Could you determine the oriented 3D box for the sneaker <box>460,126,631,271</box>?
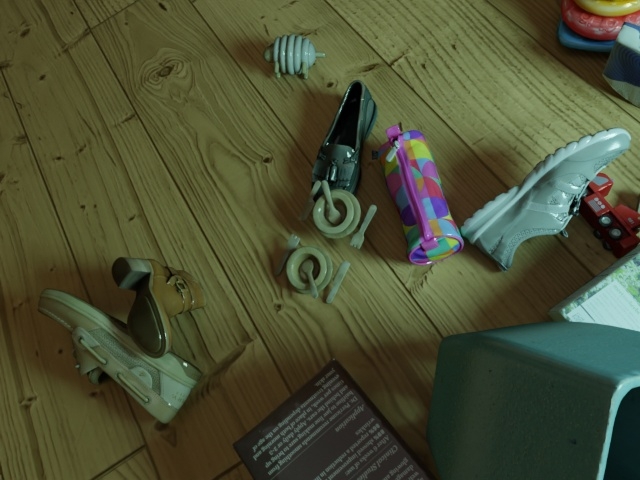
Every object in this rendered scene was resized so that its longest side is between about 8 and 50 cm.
[{"bbox_3d":[0.365,-0.062,0.854,0.281,0.105,0.115,-41,76,22],"label":"sneaker"}]

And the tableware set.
[{"bbox_3d":[0.000,0.000,0.933,0.128,0.039,0.194,26,91,24],"label":"tableware set"}]

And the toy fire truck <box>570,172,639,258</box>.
[{"bbox_3d":[0.498,-0.042,0.852,0.135,0.047,0.192,-26,61,0],"label":"toy fire truck"}]

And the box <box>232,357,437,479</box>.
[{"bbox_3d":[0.077,0.367,0.714,0.191,0.143,0.381,-39,60,-6],"label":"box"}]

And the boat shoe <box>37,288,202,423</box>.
[{"bbox_3d":[-0.366,0.186,0.919,0.341,0.121,0.110,23,72,22],"label":"boat shoe"}]

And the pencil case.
[{"bbox_3d":[0.163,-0.077,0.925,0.104,0.104,0.236,-18,63,5],"label":"pencil case"}]

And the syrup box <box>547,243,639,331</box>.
[{"bbox_3d":[0.450,0.066,0.756,0.237,0.096,0.093,-38,76,5],"label":"syrup box"}]

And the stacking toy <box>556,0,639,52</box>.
[{"bbox_3d":[0.509,-0.477,0.912,0.166,0.302,0.175,14,70,20],"label":"stacking toy"}]

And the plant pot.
[{"bbox_3d":[0.271,0.215,0.649,0.252,0.247,0.248,20,107,54],"label":"plant pot"}]

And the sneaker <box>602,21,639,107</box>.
[{"bbox_3d":[0.649,-0.291,0.888,0.315,0.127,0.182,31,80,18],"label":"sneaker"}]

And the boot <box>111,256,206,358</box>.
[{"bbox_3d":[-0.250,0.109,0.912,0.073,0.152,0.197,-40,61,19],"label":"boot"}]

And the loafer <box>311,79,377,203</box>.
[{"bbox_3d":[0.036,-0.177,1.011,0.096,0.084,0.267,10,68,19],"label":"loafer"}]

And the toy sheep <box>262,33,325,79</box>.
[{"bbox_3d":[-0.056,-0.387,1.139,0.132,0.091,0.091,4,65,1],"label":"toy sheep"}]
